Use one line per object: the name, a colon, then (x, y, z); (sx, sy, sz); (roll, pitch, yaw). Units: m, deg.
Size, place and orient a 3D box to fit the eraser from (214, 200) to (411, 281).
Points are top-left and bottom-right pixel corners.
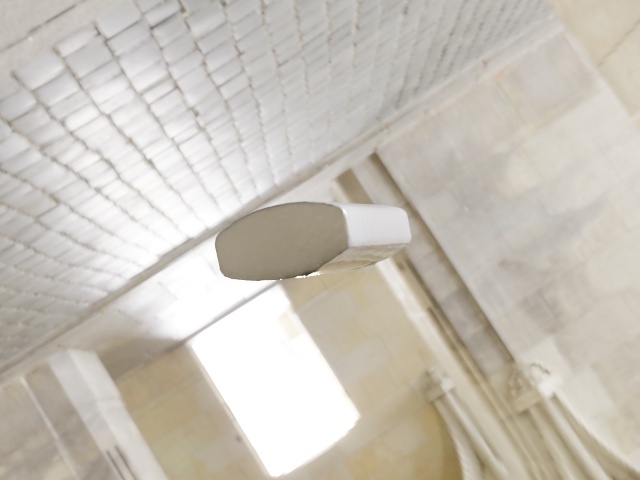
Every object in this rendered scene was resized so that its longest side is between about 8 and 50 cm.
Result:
eraser: (0.000, 0.000, 1.272); (0.174, 0.095, 0.270); (-12, 176, 21)
